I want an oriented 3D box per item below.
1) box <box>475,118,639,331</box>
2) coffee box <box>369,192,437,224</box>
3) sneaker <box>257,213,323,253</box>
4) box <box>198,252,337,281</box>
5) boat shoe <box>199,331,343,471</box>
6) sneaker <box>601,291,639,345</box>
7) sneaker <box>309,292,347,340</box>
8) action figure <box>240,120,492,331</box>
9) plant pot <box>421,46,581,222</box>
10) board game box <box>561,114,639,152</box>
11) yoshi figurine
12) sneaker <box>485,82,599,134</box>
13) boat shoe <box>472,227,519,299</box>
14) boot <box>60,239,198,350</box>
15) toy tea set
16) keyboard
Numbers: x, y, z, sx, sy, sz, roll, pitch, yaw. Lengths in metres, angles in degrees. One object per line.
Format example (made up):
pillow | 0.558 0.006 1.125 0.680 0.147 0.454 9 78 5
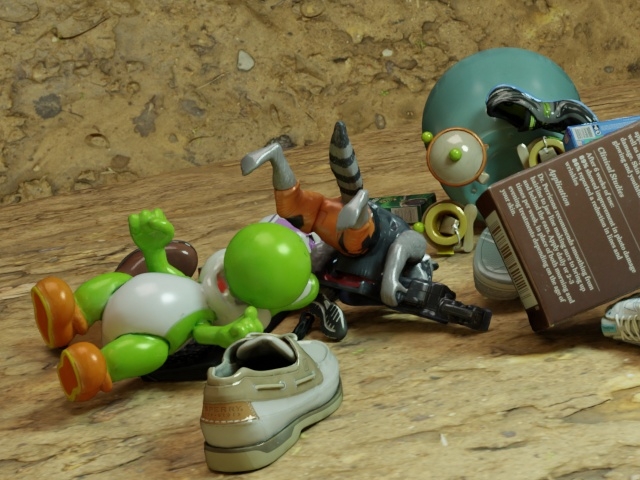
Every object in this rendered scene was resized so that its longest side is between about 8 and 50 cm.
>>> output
box | 0.404 -0.049 1.704 0.381 0.191 0.143 -23 -6 -2
coffee box | 0.117 -0.055 2.603 0.184 0.040 0.113 -4 12 21
sneaker | 0.000 -0.001 2.278 0.161 0.102 0.282 1 14 27
box | -0.045 0.052 2.089 0.233 0.044 0.159 -7 7 -38
boat shoe | -0.049 0.153 1.526 0.113 0.103 0.302 -5 12 15
sneaker | 0.372 0.100 1.610 0.083 0.071 0.191 -14 3 5
sneaker | 0.021 0.107 1.873 0.044 0.040 0.109 33 11 -25
action figure | 0.087 -0.002 1.851 0.341 0.178 0.330 15 -17 33
plant pot | 0.326 -0.158 2.399 0.293 0.293 0.235 -7 27 6
board game box | 0.482 -0.090 2.130 0.160 0.210 0.047 -9 -26 -9
yoshi figurine | -0.159 0.063 1.708 0.362 0.203 0.203 -17 17 -24
sneaker | 0.354 -0.196 2.218 0.188 0.067 0.078 17 44 12
boat shoe | 0.296 0.025 1.979 0.118 0.103 0.320 16 24 16
boot | -0.256 0.087 1.940 0.264 0.096 0.280 -21 13 -20
toy tea set | 0.312 -0.082 2.194 0.336 0.200 0.124 -2 -4 8
keyboard | -0.106 0.128 1.882 0.202 0.033 0.317 -5 13 16
